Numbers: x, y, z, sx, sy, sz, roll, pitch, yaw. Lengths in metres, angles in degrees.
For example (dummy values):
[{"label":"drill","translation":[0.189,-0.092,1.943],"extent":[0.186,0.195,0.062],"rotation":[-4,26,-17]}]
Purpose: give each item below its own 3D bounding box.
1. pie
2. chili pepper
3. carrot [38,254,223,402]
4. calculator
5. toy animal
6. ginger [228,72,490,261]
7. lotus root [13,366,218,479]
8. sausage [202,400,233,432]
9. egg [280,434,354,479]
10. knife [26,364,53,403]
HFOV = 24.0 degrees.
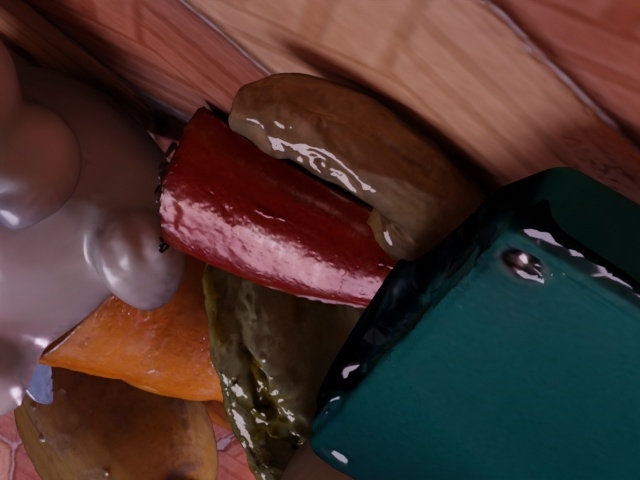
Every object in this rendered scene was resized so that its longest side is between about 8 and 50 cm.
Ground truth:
[{"label":"pie","translation":[0.006,0.095,0.984],"extent":[0.090,0.201,0.248],"rotation":[-14,148,22]},{"label":"chili pepper","translation":[0.001,-0.004,0.778],"extent":[0.169,0.065,0.088],"rotation":[22,142,20]},{"label":"carrot","translation":[-0.084,0.058,1.094],"extent":[0.225,0.159,0.159],"rotation":[29,173,-28]},{"label":"calculator","translation":[0.130,0.083,0.581],"extent":[0.248,0.058,0.274],"rotation":[29,152,1]},{"label":"toy animal","translation":[-0.249,-0.077,0.827],"extent":[0.367,0.196,0.241],"rotation":[37,-161,-46]},{"label":"ginger","translation":[0.041,-0.014,0.618],"extent":[0.173,0.051,0.069],"rotation":[43,161,-28]},{"label":"lotus root","translation":[-0.172,0.166,1.307],"extent":[0.342,0.151,0.169],"rotation":[39,142,50]},{"label":"sausage","translation":[-0.072,0.119,1.419],"extent":[0.136,0.120,0.241],"rotation":[35,172,-33]},{"label":"egg","translation":[0.126,0.224,0.831],"extent":[0.336,0.278,0.278],"rotation":[24,167,41]},{"label":"knife","translation":[-0.223,-0.008,1.069],"extent":[0.019,0.044,0.313],"rotation":[14,124,28]}]
